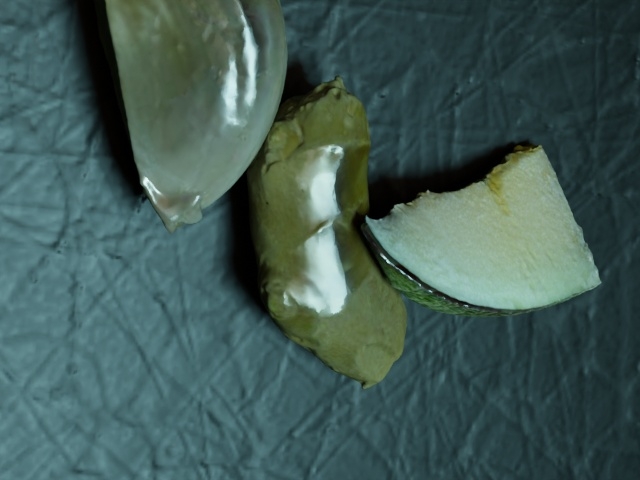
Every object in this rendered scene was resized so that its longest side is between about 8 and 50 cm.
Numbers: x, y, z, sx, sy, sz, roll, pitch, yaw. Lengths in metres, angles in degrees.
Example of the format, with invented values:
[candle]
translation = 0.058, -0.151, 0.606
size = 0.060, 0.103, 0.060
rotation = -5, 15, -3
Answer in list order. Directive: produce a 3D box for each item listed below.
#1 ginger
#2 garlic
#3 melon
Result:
[ginger]
translation = 0.002, 0.000, 1.092
size = 0.095, 0.069, 0.190
rotation = -12, 103, -19
[garlic]
translation = -0.070, -0.111, 1.037
size = 0.101, 0.087, 0.195
rotation = -15, 107, -11
[melon]
translation = 0.093, 0.007, 1.121
size = 0.182, 0.054, 0.098
rotation = -24, 99, -46
